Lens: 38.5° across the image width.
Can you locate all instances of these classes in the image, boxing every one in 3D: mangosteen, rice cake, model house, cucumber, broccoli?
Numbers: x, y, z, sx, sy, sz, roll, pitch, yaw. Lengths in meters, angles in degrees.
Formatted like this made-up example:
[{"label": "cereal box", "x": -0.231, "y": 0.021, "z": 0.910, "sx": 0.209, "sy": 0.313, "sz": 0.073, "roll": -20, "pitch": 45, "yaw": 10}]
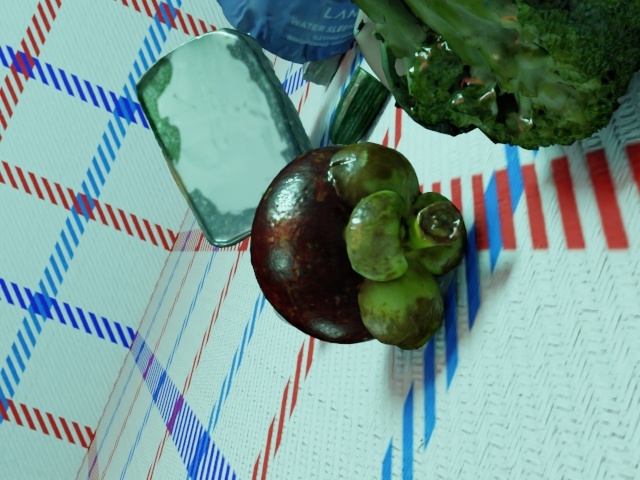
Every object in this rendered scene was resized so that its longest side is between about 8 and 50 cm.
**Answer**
[{"label": "mangosteen", "x": 0.041, "y": -0.003, "z": 0.673, "sx": 0.181, "sy": 0.156, "sz": 0.146, "roll": -22, "pitch": 11, "yaw": 32}, {"label": "rice cake", "x": 0.013, "y": -0.362, "z": 1.539, "sx": 0.298, "sy": 0.050, "sz": 0.106, "roll": -89, "pitch": 25, "yaw": -59}, {"label": "model house", "x": -0.092, "y": -0.149, "z": 1.329, "sx": 0.190, "sy": 0.271, "sz": 0.301, "roll": -29, "pitch": -4, "yaw": 15}, {"label": "cucumber", "x": 0.040, "y": -0.150, "z": 1.075, "sx": 0.105, "sy": 0.048, "sz": 0.048, "roll": -61, "pitch": 14, "yaw": 22}, {"label": "broccoli", "x": 0.089, "y": -0.215, "z": 0.505, "sx": 0.321, "sy": 0.284, "sz": 0.303, "roll": 99, "pitch": 176, "yaw": -64}]

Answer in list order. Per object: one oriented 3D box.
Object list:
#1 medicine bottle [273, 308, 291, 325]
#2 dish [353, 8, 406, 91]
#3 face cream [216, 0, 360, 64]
[{"label": "medicine bottle", "x": 0.000, "y": 0.000, "z": 0.941, "sx": 0.119, "sy": 0.069, "sz": 0.183, "roll": -48, "pitch": 24, "yaw": 48}, {"label": "dish", "x": 0.101, "y": -0.250, "z": 0.915, "sx": 0.213, "sy": 0.090, "sz": 0.213, "roll": -59, "pitch": 15, "yaw": 26}, {"label": "face cream", "x": -0.013, "y": -0.409, "z": 1.291, "sx": 0.225, "sy": 0.249, "sz": 0.249, "roll": 127, "pitch": 162, "yaw": -53}]
